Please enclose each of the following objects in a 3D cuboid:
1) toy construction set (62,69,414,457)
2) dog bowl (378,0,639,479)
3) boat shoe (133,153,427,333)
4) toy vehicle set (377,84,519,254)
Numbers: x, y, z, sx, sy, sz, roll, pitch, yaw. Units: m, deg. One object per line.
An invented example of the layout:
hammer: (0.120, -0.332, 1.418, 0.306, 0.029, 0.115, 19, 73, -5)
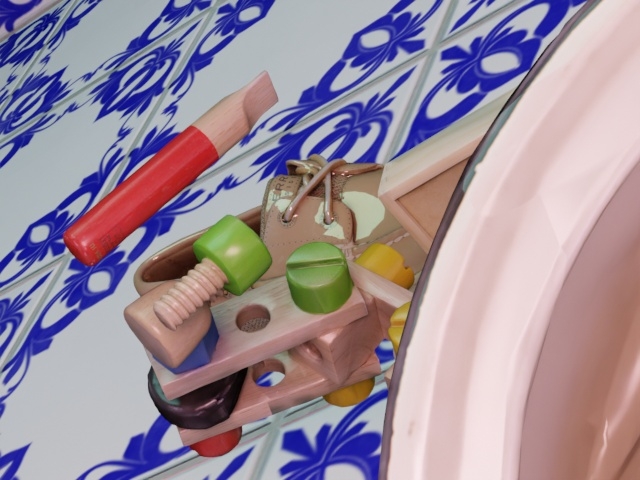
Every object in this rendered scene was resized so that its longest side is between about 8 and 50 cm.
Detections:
toy construction set: (0.038, 0.040, 1.084, 0.237, 0.309, 0.257, -43, 28, -17)
dog bowl: (0.228, 0.083, 0.543, 0.408, 0.408, 0.150, -42, -21, -1)
boat shoe: (0.000, 0.000, 1.466, 0.341, 0.110, 0.122, -29, 24, 33)
toy vehicle set: (0.186, -0.035, 1.120, 0.267, 0.166, 0.035, -30, 23, 29)
